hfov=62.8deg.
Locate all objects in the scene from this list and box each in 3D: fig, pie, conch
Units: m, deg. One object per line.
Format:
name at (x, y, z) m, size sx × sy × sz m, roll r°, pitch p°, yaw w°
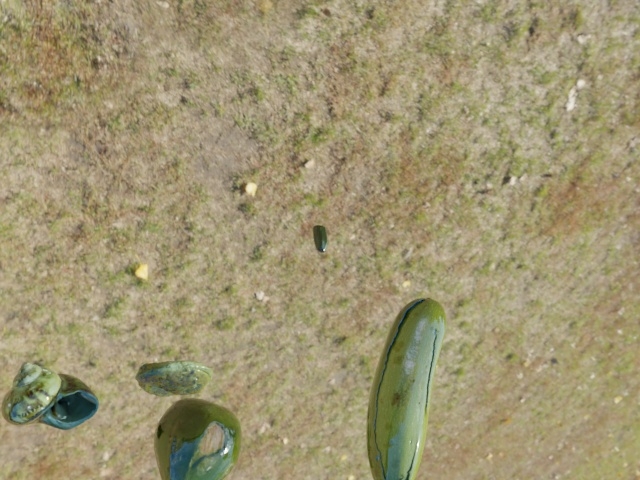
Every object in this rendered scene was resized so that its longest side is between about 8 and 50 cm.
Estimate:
fig at (-0.280, 0.465, 1.139) m, size 0.245 × 0.195 × 0.195 m, roll -64°, pitch 146°, yaw -34°
pie at (-0.533, 0.506, 1.913) m, size 0.277 × 0.078 × 0.277 m, roll -2°, pitch 147°, yaw -1°
conch at (-0.620, 0.353, 1.196) m, size 0.187 × 0.124 × 0.181 m, roll -17°, pitch 147°, yaw -20°

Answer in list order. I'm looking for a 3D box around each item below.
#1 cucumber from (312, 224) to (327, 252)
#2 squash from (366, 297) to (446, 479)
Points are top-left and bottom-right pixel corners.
cucumber at (0.000, 0.000, 1.751) m, size 0.048 × 0.105 × 0.048 m, roll -4°, pitch 141°, yaw -3°
squash at (0.116, 0.235, 0.766) m, size 0.094 × 0.341 × 0.094 m, roll 13°, pitch 153°, yaw 7°
